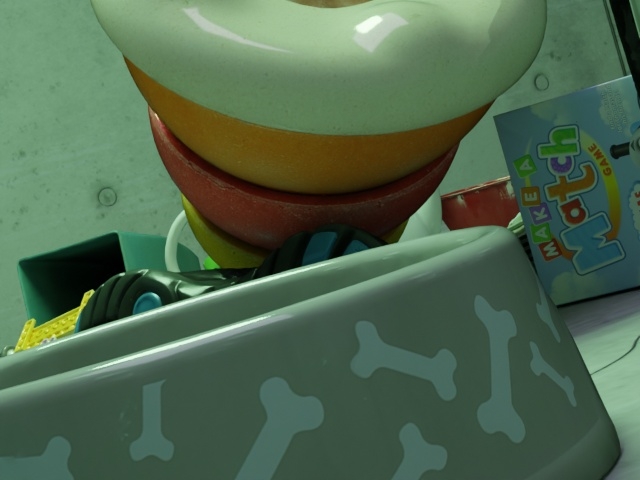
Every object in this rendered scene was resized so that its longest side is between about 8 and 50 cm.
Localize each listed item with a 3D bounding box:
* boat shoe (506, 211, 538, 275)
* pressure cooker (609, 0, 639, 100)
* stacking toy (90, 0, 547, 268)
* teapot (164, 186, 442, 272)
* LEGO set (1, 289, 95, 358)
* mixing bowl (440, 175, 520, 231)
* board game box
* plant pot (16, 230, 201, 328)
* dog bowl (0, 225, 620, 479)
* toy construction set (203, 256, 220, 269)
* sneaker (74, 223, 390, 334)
[{"bbox_3d":[0.255,-0.010,1.075,0.094,0.109,0.302,-36,3,-31],"label":"boat shoe"},{"bbox_3d":[0.353,-0.205,0.707,0.375,0.420,0.370,-16,4,6],"label":"pressure cooker"},{"bbox_3d":[-0.021,-0.063,1.084,0.350,0.350,0.480,-17,-40,-24],"label":"stacking toy"},{"bbox_3d":[0.000,0.000,1.388,0.252,0.187,0.256,-15,3,43],"label":"teapot"},{"bbox_3d":[-0.209,0.130,1.220,0.287,0.107,0.132,-9,41,42],"label":"LEGO set"},{"bbox_3d":[0.248,-0.035,1.680,0.181,0.098,0.181,-16,2,1],"label":"mixing bowl"},{"bbox_3d":[0.256,-0.050,0.954,0.211,0.160,0.039,-16,0,23],"label":"board game box"},{"bbox_3d":[-0.254,0.085,1.670,0.165,0.166,0.234,-16,-6,25],"label":"plant pot"},{"bbox_3d":[-0.048,0.081,0.557,0.349,0.102,0.349,-17,2,1],"label":"dog bowl"},{"bbox_3d":[-0.010,-0.090,1.732,0.309,0.237,0.257,-42,-30,24],"label":"toy construction set"},{"bbox_3d":[-0.057,0.079,1.001,0.341,0.125,0.139,-12,-17,34],"label":"sneaker"}]
